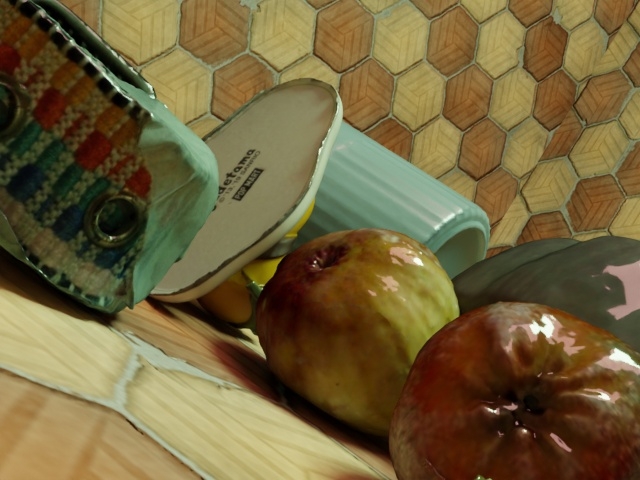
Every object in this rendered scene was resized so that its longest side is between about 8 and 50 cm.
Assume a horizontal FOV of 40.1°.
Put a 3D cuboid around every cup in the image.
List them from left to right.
[{"bbox_3d":[0.013,-0.017,1.090,0.311,0.257,0.331,34,1,27],"label":"cup"}]

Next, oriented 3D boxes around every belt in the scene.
[{"bbox_3d":[-0.187,-0.073,0.579,0.257,0.150,0.207,42,-4,-14],"label":"belt"}]

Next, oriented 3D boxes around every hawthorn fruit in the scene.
[{"bbox_3d":[0.128,0.123,0.547,0.173,0.173,0.173,32,1,-1],"label":"hawthorn fruit"}]

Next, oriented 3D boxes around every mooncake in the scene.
[{"bbox_3d":[0.237,0.131,0.738,0.306,0.154,0.306,48,-23,29],"label":"mooncake"}]

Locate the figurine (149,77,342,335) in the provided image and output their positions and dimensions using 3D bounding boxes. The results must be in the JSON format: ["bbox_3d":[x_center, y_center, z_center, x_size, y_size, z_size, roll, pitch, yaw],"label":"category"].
[{"bbox_3d":[-0.047,-0.013,0.797,0.166,0.250,0.141,28,-21,45],"label":"figurine"}]

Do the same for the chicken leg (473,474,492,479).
[{"bbox_3d":[0.120,0.167,0.342,0.228,0.088,0.103,28,-11,-7],"label":"chicken leg"}]

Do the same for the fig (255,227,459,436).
[{"bbox_3d":[0.063,0.109,0.716,0.257,0.159,0.159,53,-6,-17],"label":"fig"}]
